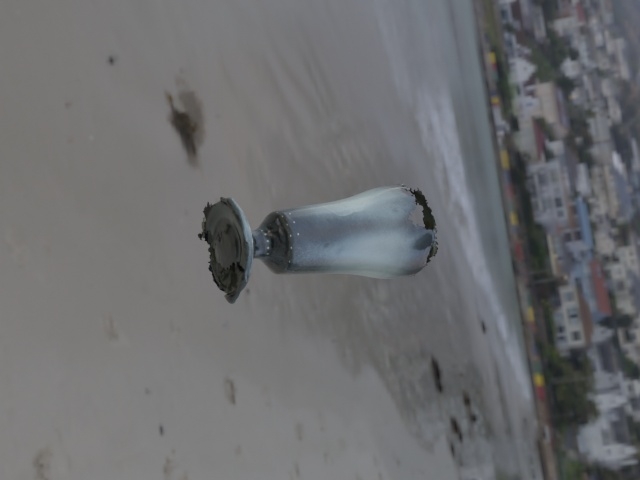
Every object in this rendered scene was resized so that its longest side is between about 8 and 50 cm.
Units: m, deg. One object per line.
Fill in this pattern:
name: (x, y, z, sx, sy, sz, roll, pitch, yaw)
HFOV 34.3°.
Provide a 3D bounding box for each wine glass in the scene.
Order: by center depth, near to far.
wine glass: (0.000, 0.000, 0.710, 0.072, 0.155, 0.072, 11, -76, 56)
